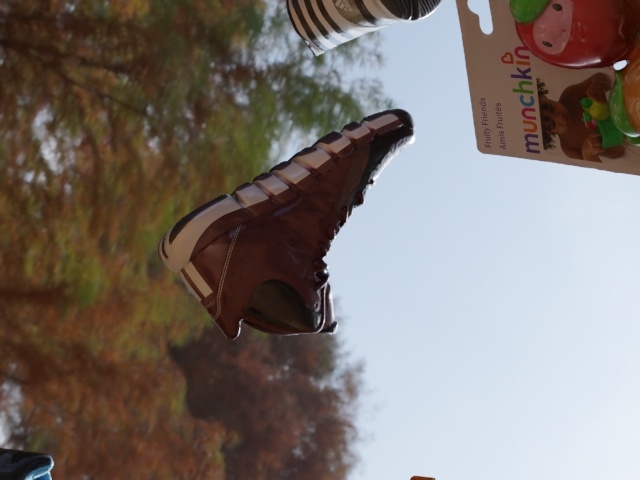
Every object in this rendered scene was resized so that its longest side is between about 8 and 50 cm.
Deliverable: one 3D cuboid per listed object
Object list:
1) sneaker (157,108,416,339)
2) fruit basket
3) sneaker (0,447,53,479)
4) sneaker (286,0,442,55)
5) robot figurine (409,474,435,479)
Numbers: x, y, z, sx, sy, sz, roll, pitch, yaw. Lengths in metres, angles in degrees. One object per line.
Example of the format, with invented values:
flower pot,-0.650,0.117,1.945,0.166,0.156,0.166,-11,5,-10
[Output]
sneaker,0.000,0.000,1.059,0.162,0.281,0.106,59,-17,1
fruit basket,0.268,-0.179,0.948,0.353,0.165,0.327,8,-49,27
sneaker,-0.316,0.327,1.066,0.140,0.340,0.125,2,-48,-17
sneaker,0.103,-0.402,1.647,0.258,0.447,0.169,-10,-73,40
robot figurine,0.078,0.410,1.626,0.291,0.211,0.085,-27,-91,53
